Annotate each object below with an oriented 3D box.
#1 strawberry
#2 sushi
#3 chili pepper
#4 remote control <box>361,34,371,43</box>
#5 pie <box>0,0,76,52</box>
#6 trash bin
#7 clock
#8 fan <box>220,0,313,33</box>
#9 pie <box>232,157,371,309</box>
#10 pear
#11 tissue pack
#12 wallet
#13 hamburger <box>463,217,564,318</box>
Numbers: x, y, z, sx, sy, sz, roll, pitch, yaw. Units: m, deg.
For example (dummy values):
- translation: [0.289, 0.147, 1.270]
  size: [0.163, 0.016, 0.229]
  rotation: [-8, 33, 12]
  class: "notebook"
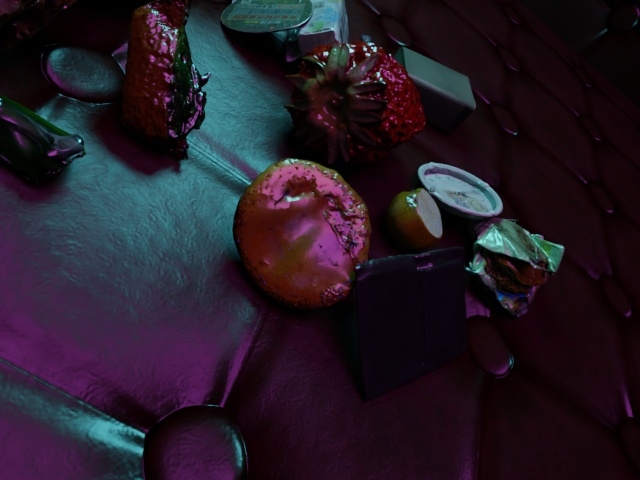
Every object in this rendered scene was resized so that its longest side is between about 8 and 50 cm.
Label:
- translation: [0.089, -0.316, 1.156]
  size: [0.292, 0.292, 0.343]
  rotation: [49, 27, 3]
  class: "strawberry"
- translation: [-0.278, -0.296, 0.927]
  size: [0.140, 0.149, 0.287]
  rotation: [8, 92, -3]
  class: "sushi"
- translation: [-0.470, -0.170, 0.768]
  size: [0.216, 0.062, 0.108]
  rotation: [32, 47, -11]
  class: "chili pepper"
- translation: [0.139, -0.591, 1.533]
  size: [0.034, 0.016, 0.091]
  rotation: [9, 54, -12]
  class: "remote control"
- translation: [-0.531, -0.514, 0.737]
  size: [0.395, 0.418, 0.180]
  rotation: [31, 3, -13]
  class: "pie"
- translation: [0.315, -0.446, 1.492]
  size: [0.241, 0.122, 0.164]
  rotation: [19, 50, -22]
  class: "trash bin"
- translation: [0.353, -0.120, 1.310]
  size: [0.236, 0.053, 0.236]
  rotation: [16, 33, -11]
  class: "clock"
- translation: [-0.143, -0.586, 1.255]
  size: [0.223, 0.012, 0.294]
  rotation: [-18, 52, -5]
  class: "fan"
- translation: [-0.027, -0.012, 0.898]
  size: [0.273, 0.069, 0.273]
  rotation: [1, 87, -9]
  class: "pie"
- translation: [0.204, -0.045, 1.143]
  size: [0.141, 0.104, 0.141]
  rotation: [30, 51, -47]
  class: "pear"
- translation: [-0.011, -0.522, 1.292]
  size: [0.145, 0.159, 0.229]
  rotation: [-1, 54, 12]
  class: "tissue pack"
- translation: [0.187, 0.141, 0.975]
  size: [0.323, 0.041, 0.247]
  rotation: [-10, 97, -42]
  class: "wallet"
- translation: [0.482, 0.043, 1.249]
  size: [0.261, 0.150, 0.276]
  rotation: [30, 48, -14]
  class: "hamburger"
